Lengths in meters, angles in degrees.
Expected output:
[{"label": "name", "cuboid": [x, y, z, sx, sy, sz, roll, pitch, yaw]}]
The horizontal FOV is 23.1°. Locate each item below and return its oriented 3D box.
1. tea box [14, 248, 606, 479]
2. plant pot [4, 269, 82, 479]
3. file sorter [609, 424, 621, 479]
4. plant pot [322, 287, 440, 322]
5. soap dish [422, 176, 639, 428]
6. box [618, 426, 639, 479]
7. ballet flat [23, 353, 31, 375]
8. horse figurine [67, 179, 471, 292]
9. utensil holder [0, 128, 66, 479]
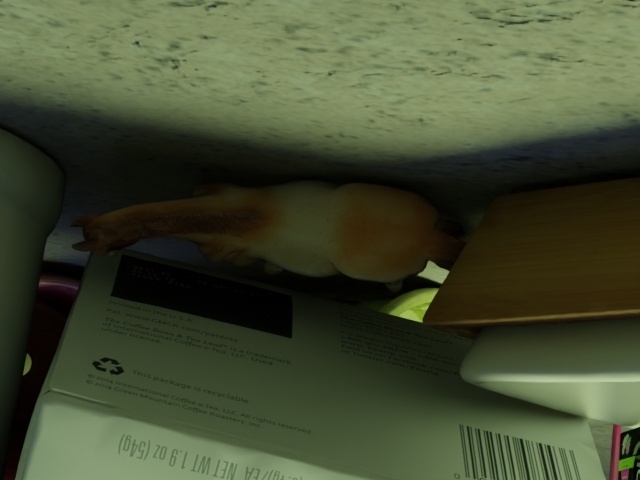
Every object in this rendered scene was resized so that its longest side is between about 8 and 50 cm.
[{"label": "tea box", "cuboid": [-0.033, 0.217, 0.980, 0.329, 0.324, 0.220, 14, -158, -5]}, {"label": "plant pot", "cuboid": [-0.261, 0.119, 1.395, 0.201, 0.201, 0.180, 12, -177, -20]}, {"label": "file sorter", "cuboid": [0.382, 0.217, 1.434, 0.202, 0.182, 0.290, -5, 163, 43]}, {"label": "plant pot", "cuboid": [-0.033, 0.149, 1.271, 0.253, 0.276, 0.276, 13, 173, 35]}, {"label": "soap dish", "cuboid": [0.241, 0.046, 0.889, 0.290, 0.118, 0.229, 18, 164, -39]}, {"label": "box", "cuboid": [0.208, 0.141, 0.916, 0.052, 0.062, 0.083, 6, 168, -2]}, {"label": "ballet flat", "cuboid": [-0.338, 0.152, 1.669, 0.182, 0.164, 0.483, -37, 154, 19]}, {"label": "horse figurine", "cuboid": [0.000, 0.000, 0.952, 0.263, 0.066, 0.174, 8, 174, 10]}, {"label": "utensil holder", "cuboid": [-0.344, 0.118, 0.941, 0.327, 0.386, 0.327, 6, 167, 1]}]
